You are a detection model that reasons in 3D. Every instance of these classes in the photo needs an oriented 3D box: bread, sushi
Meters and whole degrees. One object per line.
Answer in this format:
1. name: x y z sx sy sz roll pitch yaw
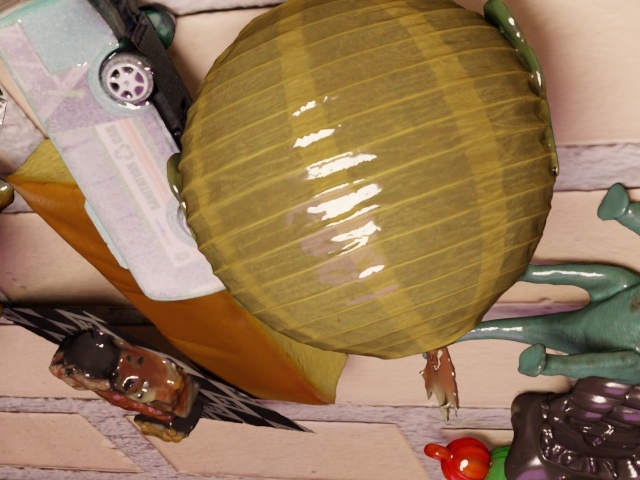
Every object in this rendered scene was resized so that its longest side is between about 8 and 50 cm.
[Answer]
1. bread: -0.112 0.032 1.175 0.138 0.077 0.361 5 150 34
2. sushi: -0.191 0.156 1.363 0.294 0.059 0.292 31 163 -26

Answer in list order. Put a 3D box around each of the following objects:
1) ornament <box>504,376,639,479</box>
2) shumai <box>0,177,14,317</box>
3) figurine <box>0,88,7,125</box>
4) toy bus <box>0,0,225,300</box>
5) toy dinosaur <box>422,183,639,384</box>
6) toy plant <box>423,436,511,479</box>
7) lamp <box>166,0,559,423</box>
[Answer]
1. ornament: 0.329 0.168 1.240 0.251 0.106 0.260 18 144 -12
2. shumai: -0.377 0.053 1.087 0.291 0.330 0.288 -15 135 -1
3. figurine: -0.301 -0.145 0.938 0.147 0.126 0.192 -5 162 -6
4. toy bus: -0.130 -0.075 0.943 0.109 0.091 0.262 -19 120 12
5. toy dinosaur: 0.329 0.080 1.102 0.330 0.129 0.383 19 151 -27
6. toy plant: 0.227 0.274 1.449 0.240 0.088 0.154 16 164 8
7. lamp: 0.042 -0.023 0.847 0.250 0.284 0.250 -21 175 -2
